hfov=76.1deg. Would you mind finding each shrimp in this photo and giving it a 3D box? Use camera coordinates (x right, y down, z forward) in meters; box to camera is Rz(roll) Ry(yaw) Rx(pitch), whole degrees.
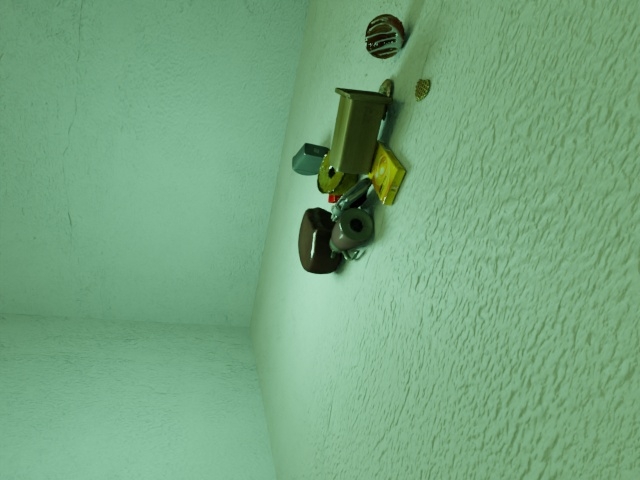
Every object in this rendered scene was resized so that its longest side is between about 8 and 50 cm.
[{"bbox_3d":[0.260,-0.579,1.682,0.091,0.043,0.184,173,104,-68],"label":"shrimp"}]

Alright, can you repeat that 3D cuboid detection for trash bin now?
[{"bbox_3d":[-0.064,-0.478,2.434,0.236,0.176,0.101,143,133,-60],"label":"trash bin"}]

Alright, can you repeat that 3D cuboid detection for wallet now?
[{"bbox_3d":[0.129,-0.158,1.717,0.069,0.170,0.231,51,159,12],"label":"wallet"}]

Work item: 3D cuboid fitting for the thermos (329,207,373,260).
[{"bbox_3d":[0.118,-0.011,1.760,0.176,0.146,0.265,66,158,13],"label":"thermos"}]

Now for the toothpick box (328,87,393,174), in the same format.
[{"bbox_3d":[0.143,-0.437,1.645,0.187,0.190,0.308,-121,36,-58],"label":"toothpick box"}]

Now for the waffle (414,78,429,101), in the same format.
[{"bbox_3d":[0.353,-0.527,1.420,0.085,0.016,0.078,-156,70,-72],"label":"waffle"}]

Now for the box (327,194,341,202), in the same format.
[{"bbox_3d":[0.080,-0.271,2.109,0.100,0.048,0.152,-178,98,-74],"label":"box"}]

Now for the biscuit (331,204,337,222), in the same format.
[{"bbox_3d":[0.097,-0.101,1.966,0.055,0.061,0.219,-37,33,12],"label":"biscuit"}]

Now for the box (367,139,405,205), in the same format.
[{"bbox_3d":[0.246,-0.270,1.602,0.269,0.043,0.152,-106,27,-53],"label":"box"}]

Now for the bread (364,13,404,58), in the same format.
[{"bbox_3d":[0.252,-0.799,1.608,0.160,0.160,0.073,124,161,-54],"label":"bread"}]

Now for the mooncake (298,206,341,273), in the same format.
[{"bbox_3d":[0.000,0.000,2.031,0.326,0.174,0.334,178,97,-74],"label":"mooncake"}]

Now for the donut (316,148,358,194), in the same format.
[{"bbox_3d":[0.087,-0.328,1.968,0.272,0.107,0.272,-32,52,52],"label":"donut"}]
